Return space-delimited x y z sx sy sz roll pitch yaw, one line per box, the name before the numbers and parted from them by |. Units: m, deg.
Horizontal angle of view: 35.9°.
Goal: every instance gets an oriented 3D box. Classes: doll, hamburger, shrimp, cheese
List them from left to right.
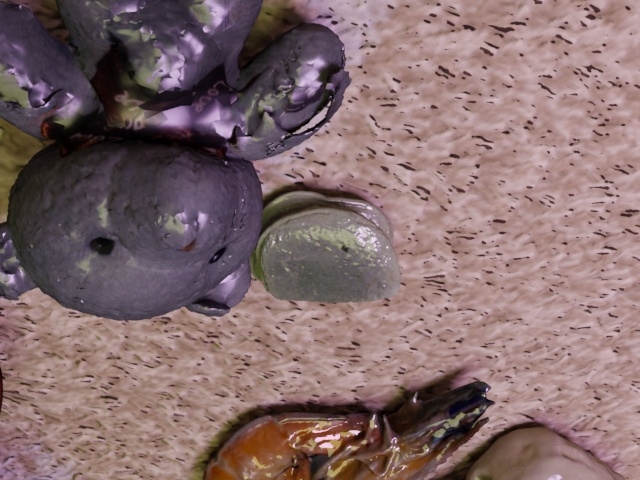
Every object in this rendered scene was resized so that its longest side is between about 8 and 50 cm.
doll | -0.105 -0.082 0.618 0.245 0.158 0.340 4 126 -23
hamburger | 0.000 0.002 0.761 0.121 0.054 0.084 -3 130 7
shrimp | 0.014 0.199 0.913 0.317 0.062 0.164 -37 117 23
cheese | 0.176 0.303 0.964 0.159 0.093 0.263 38 104 -23

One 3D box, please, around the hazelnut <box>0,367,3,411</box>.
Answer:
hazelnut | -0.344 0.109 0.749 0.201 0.161 0.170 25 121 -16
